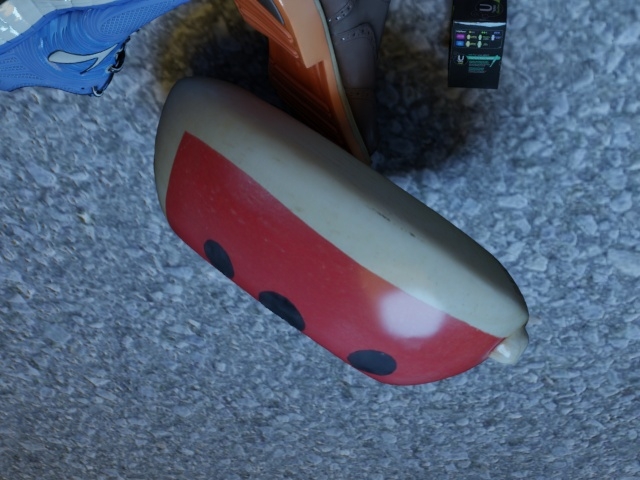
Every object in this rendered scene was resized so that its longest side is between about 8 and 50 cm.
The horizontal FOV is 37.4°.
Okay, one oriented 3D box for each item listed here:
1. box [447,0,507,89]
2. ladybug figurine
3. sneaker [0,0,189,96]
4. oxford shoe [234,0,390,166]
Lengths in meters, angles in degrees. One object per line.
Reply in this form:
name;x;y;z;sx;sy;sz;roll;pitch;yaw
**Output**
box;0.151;-0.198;0.919;0.052;0.062;0.083;3;141;6
ladybug figurine;0.000;0.000;0.941;0.449;0.162;0.305;35;180;26
sneaker;-0.223;-0.226;0.913;0.330;0.130;0.147;-11;152;25
oxford shoe;0.024;-0.185;0.904;0.130;0.133;0.364;43;171;23
